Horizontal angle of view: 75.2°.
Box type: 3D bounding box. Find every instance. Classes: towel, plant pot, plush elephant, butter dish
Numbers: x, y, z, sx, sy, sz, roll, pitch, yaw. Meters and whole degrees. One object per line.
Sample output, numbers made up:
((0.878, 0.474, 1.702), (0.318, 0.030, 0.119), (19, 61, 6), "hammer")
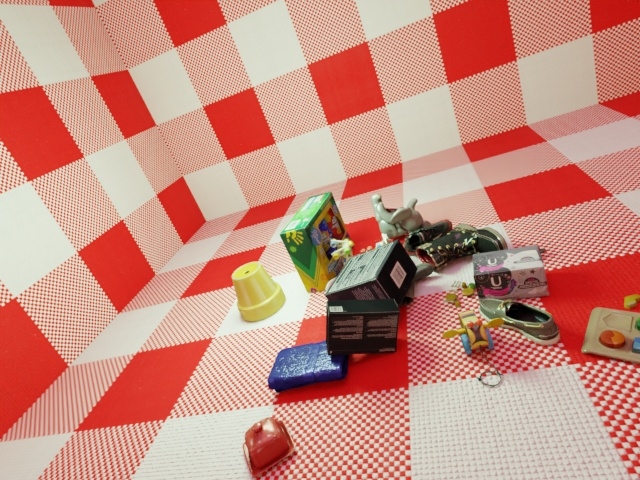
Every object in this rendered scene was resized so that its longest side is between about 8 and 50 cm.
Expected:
((-0.038, 0.484, 1.618), (0.308, 0.076, 0.228), (-15, 18, 16), "towel")
((-0.341, 0.254, 2.173), (0.253, 0.239, 0.254), (-19, 24, 9), "plant pot")
((0.449, -0.124, 2.280), (0.255, 0.272, 0.330), (-23, 48, 34), "plush elephant")
((-0.185, 0.637, 1.343), (0.159, 0.118, 0.160), (-27, 23, -14), "butter dish")

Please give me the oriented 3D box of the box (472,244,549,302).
((0.729, 0.130, 1.611), (0.247, 0.142, 0.163), (-11, 25, 25), "box")

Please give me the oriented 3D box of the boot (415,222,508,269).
((0.632, 0.041, 1.895), (0.284, 0.138, 0.377), (-25, 19, -9), "boot")

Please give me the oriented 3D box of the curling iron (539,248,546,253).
((0.815, 0.088, 1.762), (0.273, 0.035, 0.068), (-19, 27, 10), "curling iron")

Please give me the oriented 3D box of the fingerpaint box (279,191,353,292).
((0.000, 0.000, 2.252), (0.163, 0.371, 0.445), (-12, 24, 27), "fingerpaint box")

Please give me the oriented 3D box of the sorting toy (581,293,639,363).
((0.953, 0.252, 1.270), (0.229, 0.041, 0.307), (0, 32, 42), "sorting toy")

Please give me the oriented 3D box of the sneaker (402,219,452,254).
((0.538, -0.022, 2.083), (0.276, 0.098, 0.135), (-30, -17, 8), "sneaker")

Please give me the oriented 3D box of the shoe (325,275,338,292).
((0.109, 0.212, 2.083), (0.178, 0.064, 0.081), (-33, 19, -35), "shoe")

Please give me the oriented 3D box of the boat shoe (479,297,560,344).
((0.677, 0.255, 1.444), (0.109, 0.091, 0.305), (-30, 24, -18), "boat shoe")

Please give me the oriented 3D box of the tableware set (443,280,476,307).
((0.576, 0.220, 1.707), (0.104, 0.024, 0.154), (2, 31, 38), "tableware set")

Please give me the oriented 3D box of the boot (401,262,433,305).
((0.409, 0.194, 1.844), (0.189, 0.076, 0.208), (-27, 12, 26), "boot")

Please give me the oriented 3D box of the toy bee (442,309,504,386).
((0.527, 0.305, 1.385), (0.195, 0.162, 0.298), (-24, 23, -9), "toy bee")

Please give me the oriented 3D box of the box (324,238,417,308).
((0.226, 0.181, 1.818), (0.294, 0.183, 0.296), (-23, 19, 41), "box")

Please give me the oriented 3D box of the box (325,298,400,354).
((0.152, 0.322, 1.553), (0.261, 0.184, 0.103), (-1, 20, -4), "box")

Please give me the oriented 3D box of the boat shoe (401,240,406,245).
((0.524, -0.016, 2.198), (0.233, 0.079, 0.084), (-21, 22, 8), "boat shoe")

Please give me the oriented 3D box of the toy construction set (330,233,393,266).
((0.226, 0.059, 2.121), (0.327, 0.215, 0.151), (-12, 25, 23), "toy construction set")
